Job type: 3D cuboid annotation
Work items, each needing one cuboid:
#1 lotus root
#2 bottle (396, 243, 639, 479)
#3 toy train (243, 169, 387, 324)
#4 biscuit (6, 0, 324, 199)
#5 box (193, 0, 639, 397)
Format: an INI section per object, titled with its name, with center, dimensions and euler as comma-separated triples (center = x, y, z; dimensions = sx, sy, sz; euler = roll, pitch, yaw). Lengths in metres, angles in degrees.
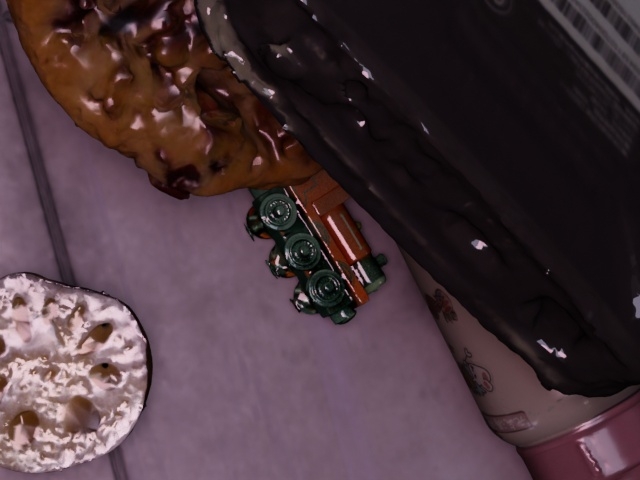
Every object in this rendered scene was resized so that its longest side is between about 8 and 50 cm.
[lotus root]
center = -0.162, 0.080, 1.160
dimensions = 0.122, 0.081, 0.112
euler = 16, 84, -8
[bottle]
center = 0.135, 0.062, 1.195
dimensions = 0.110, 0.110, 0.233
euler = -27, 88, -11
[toy train]
center = 0.000, 0.000, 1.215
dimensions = 0.064, 0.044, 0.103
euler = -31, 90, -21
[biscuit]
center = -0.029, -0.185, 1.158
dimensions = 0.334, 0.081, 0.289
euler = -48, 111, -24
[box]
center = 0.123, -0.131, 1.130
dimensions = 0.359, 0.091, 0.350
euler = 45, 50, -19
